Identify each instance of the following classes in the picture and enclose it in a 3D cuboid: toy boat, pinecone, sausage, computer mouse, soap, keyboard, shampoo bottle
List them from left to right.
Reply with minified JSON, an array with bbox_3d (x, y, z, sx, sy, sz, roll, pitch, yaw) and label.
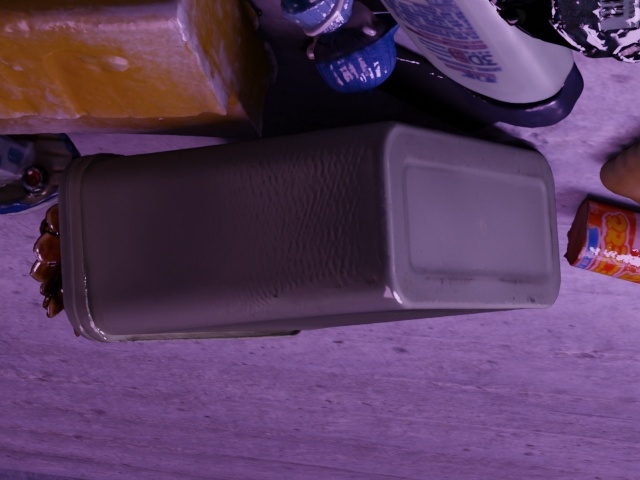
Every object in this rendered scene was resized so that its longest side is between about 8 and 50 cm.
[{"bbox_3d":[-0.366,-0.088,1.562,0.262,0.114,0.115,3,170,33],"label":"toy boat"},{"bbox_3d":[-0.203,-0.174,1.252,0.281,0.143,0.259,0,159,16],"label":"soap"},{"bbox_3d":[-0.219,0.023,1.696,0.212,0.168,0.185,-4,-174,10],"label":"pinecone"},{"bbox_3d":[0.080,-0.145,1.323,0.196,0.015,0.074,24,160,-26],"label":"keyboard"},{"bbox_3d":[0.082,-0.201,1.093,0.134,0.078,0.359,18,165,35],"label":"shampoo bottle"},{"bbox_3d":[0.235,-0.188,1.021,0.242,0.077,0.146,-4,139,5],"label":"computer mouse"},{"bbox_3d":[0.386,0.024,1.501,0.274,0.074,0.074,14,159,-6],"label":"sausage"}]

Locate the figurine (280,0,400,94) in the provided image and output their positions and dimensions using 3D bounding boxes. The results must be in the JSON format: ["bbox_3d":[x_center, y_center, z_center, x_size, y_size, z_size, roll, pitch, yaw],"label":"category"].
[{"bbox_3d":[0.012,-0.174,1.192,0.077,0.079,0.136,-20,144,30],"label":"figurine"}]

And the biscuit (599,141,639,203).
[{"bbox_3d":[0.406,-0.073,1.287,0.217,0.044,0.325,19,158,-14],"label":"biscuit"}]

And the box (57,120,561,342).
[{"bbox_3d":[0.000,0.000,1.387,0.344,0.177,0.352,-5,175,33],"label":"box"}]
